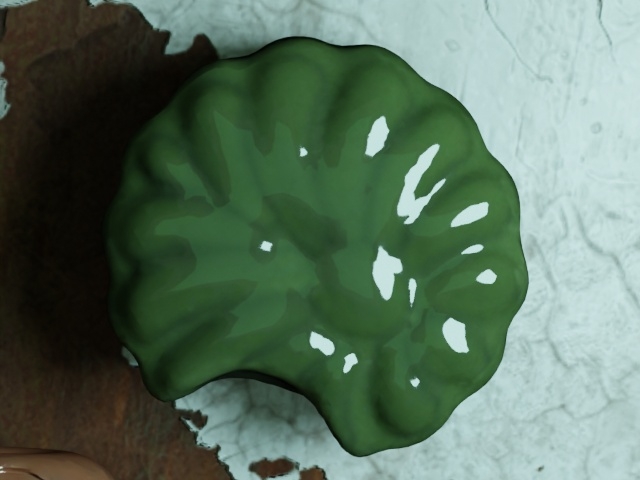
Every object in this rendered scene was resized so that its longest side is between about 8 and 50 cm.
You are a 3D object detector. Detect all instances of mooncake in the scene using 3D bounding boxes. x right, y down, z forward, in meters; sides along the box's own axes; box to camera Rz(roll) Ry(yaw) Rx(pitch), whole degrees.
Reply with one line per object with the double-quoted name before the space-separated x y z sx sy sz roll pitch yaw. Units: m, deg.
"mooncake" 0.000 0.000 1.382 0.351 0.187 0.351 0 92 0

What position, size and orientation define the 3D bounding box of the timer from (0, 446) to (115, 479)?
"timer" -0.261 0.271 1.364 0.230 0.229 0.214 9 87 -2
